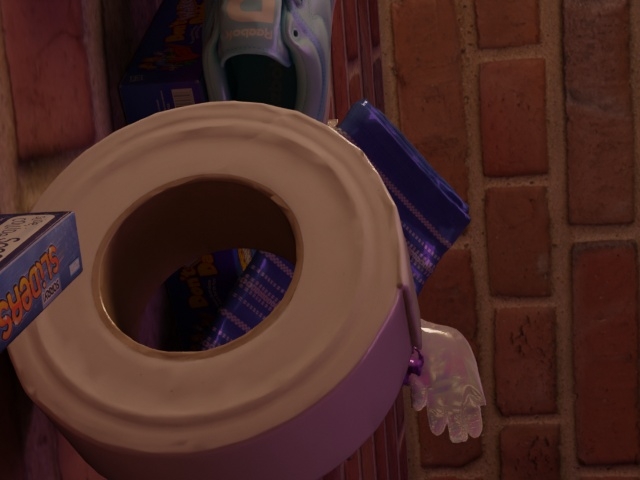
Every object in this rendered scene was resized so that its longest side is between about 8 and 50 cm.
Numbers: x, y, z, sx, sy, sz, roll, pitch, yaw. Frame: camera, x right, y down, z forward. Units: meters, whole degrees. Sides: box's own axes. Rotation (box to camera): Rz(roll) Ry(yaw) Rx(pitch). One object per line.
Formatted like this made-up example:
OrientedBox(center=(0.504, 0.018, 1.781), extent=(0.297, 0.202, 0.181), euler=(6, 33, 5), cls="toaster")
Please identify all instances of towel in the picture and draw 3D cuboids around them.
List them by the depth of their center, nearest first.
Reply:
OrientedBox(center=(0.022, 0.047, 1.308), extent=(0.243, 0.040, 0.336), euler=(43, 74, -45), cls="towel")

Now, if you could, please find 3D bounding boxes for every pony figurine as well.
OrientedBox(center=(0.074, 0.141, 1.890), extent=(0.363, 0.302, 0.351), euler=(29, 55, -59), cls="pony figurine")

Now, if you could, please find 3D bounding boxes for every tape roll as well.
OrientedBox(center=(-0.074, 0.040, 0.877), extent=(0.100, 0.286, 0.286), euler=(73, 17, -55), cls="tape roll")

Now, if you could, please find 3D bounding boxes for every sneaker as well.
OrientedBox(center=(-0.044, -0.219, 1.098), extent=(0.150, 0.135, 0.366), euler=(-81, 165, -70), cls="sneaker")

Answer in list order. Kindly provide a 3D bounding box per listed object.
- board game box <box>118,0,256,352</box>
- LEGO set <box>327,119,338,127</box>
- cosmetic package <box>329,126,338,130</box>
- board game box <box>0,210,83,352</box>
OrientedBox(center=(-0.111, -0.064, 1.303), extent=(0.233, 0.078, 0.347), euler=(-78, 163, -55), cls="board game box")
OrientedBox(center=(-0.009, -0.085, 1.969), extent=(0.182, 0.060, 0.244), euler=(-71, 160, -66), cls="LEGO set")
OrientedBox(center=(0.000, 0.000, 1.404), extent=(0.127, 0.107, 0.238), euler=(-70, 159, -57), cls="cosmetic package")
OrientedBox(center=(-0.204, 0.033, 0.555), extent=(0.201, 0.136, 0.035), euler=(-63, 149, -70), cls="board game box")
